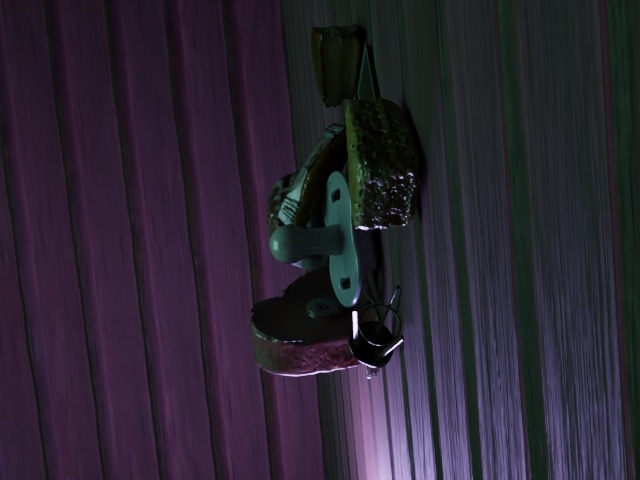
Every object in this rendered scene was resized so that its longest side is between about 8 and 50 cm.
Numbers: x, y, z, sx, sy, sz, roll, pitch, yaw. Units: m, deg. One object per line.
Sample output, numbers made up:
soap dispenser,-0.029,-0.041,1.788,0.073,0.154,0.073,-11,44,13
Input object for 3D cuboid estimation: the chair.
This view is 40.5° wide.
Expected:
chair,0.102,0.171,1.638,0.222,0.095,0.104,93,179,-65

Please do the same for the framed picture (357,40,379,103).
framed picture,0.093,-0.276,1.682,0.183,0.011,0.142,96,167,-69

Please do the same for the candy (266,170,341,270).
candy,-0.024,-0.058,2.105,0.290,0.214,0.157,-98,7,-52

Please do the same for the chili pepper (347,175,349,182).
chili pepper,0.078,-0.111,1.891,0.050,0.041,0.153,21,127,36

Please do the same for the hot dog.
hot dog,-0.006,-0.143,1.937,0.268,0.075,0.144,-59,-10,1

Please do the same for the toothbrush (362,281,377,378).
toothbrush,0.105,0.184,2.041,0.024,0.026,0.288,91,173,-63

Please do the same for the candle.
candle,0.017,0.195,1.929,0.317,0.287,0.132,-40,-46,-47

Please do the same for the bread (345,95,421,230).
bread,0.093,-0.123,1.353,0.196,0.102,0.138,-97,7,-48

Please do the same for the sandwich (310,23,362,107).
sandwich,0.033,-0.375,1.774,0.258,0.094,0.096,93,168,-69

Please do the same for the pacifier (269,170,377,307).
pacifier,0.000,0.000,1.821,0.238,0.225,0.287,170,98,-71
